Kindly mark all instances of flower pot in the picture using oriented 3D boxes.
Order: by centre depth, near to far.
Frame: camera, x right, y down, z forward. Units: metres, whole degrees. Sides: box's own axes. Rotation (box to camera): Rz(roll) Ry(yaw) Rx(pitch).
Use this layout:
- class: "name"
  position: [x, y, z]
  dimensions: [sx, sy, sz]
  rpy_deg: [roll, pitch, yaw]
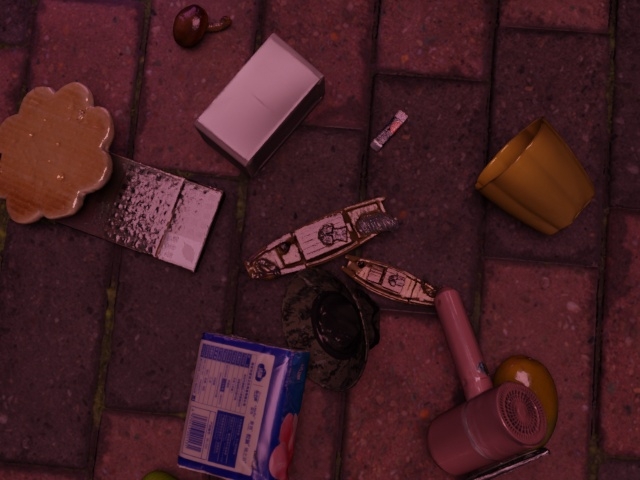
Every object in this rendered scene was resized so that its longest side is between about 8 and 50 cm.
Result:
- class: "flower pot"
  position: [0.435, -0.117, 1.688]
  dimensions: [0.179, 0.195, 0.195]
  rpy_deg: [41, 85, -6]

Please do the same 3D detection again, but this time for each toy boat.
- class: "toy boat"
  position: [0.000, 0.000, 1.713]
  dimensions: [0.321, 0.121, 0.089]
  rpy_deg: [-23, 87, -1]
- class: "toy boat"
  position: [0.141, 0.082, 1.718]
  dimensions: [0.206, 0.072, 0.064]
  rpy_deg: [21, 81, 4]

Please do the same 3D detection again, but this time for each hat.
- class: "hat"
  position: [0.047, 0.163, 1.674]
  dimensions: [0.128, 0.265, 0.265]
  rpy_deg: [-12, 79, -39]

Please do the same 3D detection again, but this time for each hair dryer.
- class: "hair dryer"
  position: [0.277, 0.254, 1.639]
  dimensions: [0.125, 0.210, 0.352]
  rpy_deg: [2, 62, -37]

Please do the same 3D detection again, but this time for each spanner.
- class: "spanner"
  position: [0.286, 0.464, 1.631]
  dimensions: [0.325, 0.093, 0.026]
  rpy_deg: [-27, 88, 8]

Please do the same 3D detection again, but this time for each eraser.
- class: "eraser"
  position: [0.144, -0.229, 1.789]
  dimensions: [0.027, 0.019, 0.099]
  rpy_deg: [41, 84, 7]

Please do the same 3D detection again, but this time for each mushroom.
- class: "mushroom"
  position: [-0.256, -0.465, 1.814]
  dimensions: [0.129, 0.073, 0.088]
  rpy_deg: [-19, 51, -3]

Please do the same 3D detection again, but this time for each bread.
- class: "bread"
  position: [-0.552, -0.180, 1.760]
  dimensions: [0.316, 0.054, 0.316]
  rpy_deg: [-5, 75, 19]

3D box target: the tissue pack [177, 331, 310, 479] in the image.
- class: "tissue pack"
  position: [-0.146, 0.324, 1.659]
  dimensions: [0.209, 0.137, 0.270]
  rpy_deg: [8, 85, 16]

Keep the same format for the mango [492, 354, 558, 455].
- class: "mango"
  position: [0.398, 0.322, 1.664]
  dimensions: [0.130, 0.092, 0.195]
  rpy_deg: [5, 88, 1]

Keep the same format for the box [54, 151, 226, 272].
- class: "box"
  position: [-0.378, -0.070, 1.774]
  dimensions: [0.325, 0.047, 0.180]
  rpy_deg: [19, 84, 6]

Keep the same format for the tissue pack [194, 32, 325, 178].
- class: "tissue pack"
  position: [-0.118, -0.267, 1.736]
  dimensions: [0.136, 0.159, 0.246]
  rpy_deg: [40, 85, 6]

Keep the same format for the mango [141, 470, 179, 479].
- class: "mango"
  position: [-0.234, 0.583, 1.620]
  dimensions: [0.192, 0.156, 0.343]
  rpy_deg: [-37, 76, -18]
